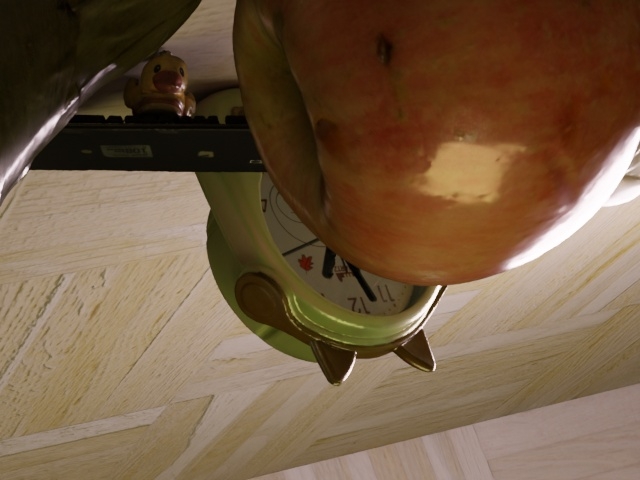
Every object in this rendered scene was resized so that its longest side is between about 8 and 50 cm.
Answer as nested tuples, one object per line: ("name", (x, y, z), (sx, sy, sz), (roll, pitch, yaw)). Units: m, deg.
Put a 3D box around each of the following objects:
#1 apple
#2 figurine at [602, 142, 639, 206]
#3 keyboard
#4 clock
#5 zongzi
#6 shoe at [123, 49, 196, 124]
("apple", (0.113, -0.152, 1.518), (0.347, 0.391, 0.391), (-15, 161, -19))
("figurine", (0.326, -0.114, 2.083), (0.144, 0.182, 0.256), (-43, -173, 10))
("keyboard", (-0.193, -0.098, 1.722), (0.317, 0.027, 0.106), (1, 157, 3))
("clock", (0.000, 0.000, 1.858), (0.286, 0.348, 0.117), (-4, 155, -39))
("zongzi", (-0.207, -0.125, 1.271), (0.356, 0.393, 0.174), (-18, 138, -22))
("shoe", (-0.165, -0.144, 1.735), (0.072, 0.069, 0.109), (1, 155, 11))
